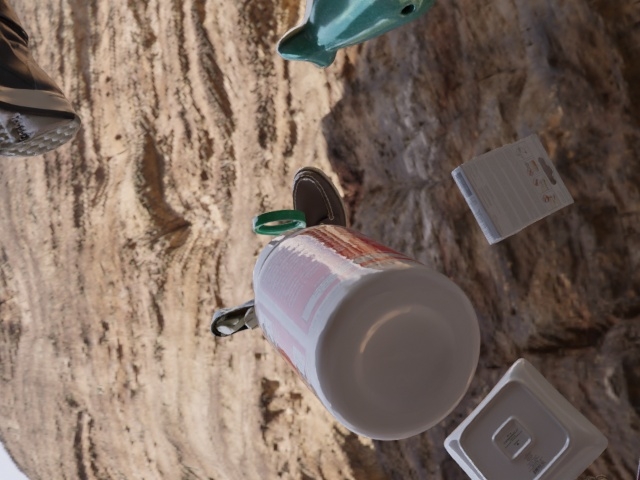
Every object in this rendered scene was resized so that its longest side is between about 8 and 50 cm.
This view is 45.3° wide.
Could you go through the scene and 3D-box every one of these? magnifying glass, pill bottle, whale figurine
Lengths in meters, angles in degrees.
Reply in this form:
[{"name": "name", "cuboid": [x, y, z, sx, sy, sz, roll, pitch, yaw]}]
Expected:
[{"name": "magnifying glass", "cuboid": [-0.047, -0.020, 1.389, 0.231, 0.092, 0.026, 19, -121, -67]}, {"name": "pill bottle", "cuboid": [0.036, 0.104, 1.121, 0.228, 0.407, 0.229, -5, -76, -20]}, {"name": "whale figurine", "cuboid": [0.057, -0.326, 1.057, 0.216, 0.272, 0.141, 3, -129, -47]}]

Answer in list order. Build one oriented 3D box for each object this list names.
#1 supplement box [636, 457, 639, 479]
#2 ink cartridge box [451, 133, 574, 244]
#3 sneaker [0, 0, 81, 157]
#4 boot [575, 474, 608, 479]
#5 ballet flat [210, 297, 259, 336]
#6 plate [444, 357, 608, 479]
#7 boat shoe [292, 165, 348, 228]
[{"name": "supplement box", "cuboid": [0.271, 0.130, 0.363, 0.239, 0.130, 0.073, 2, -83, -36]}, {"name": "ink cartridge box", "cuboid": [0.332, -0.092, 1.326, 0.179, 0.045, 0.146, -23, -99, -27]}, {"name": "sneaker", "cuboid": [-0.287, -0.146, 0.553, 0.163, 0.086, 0.226, 60, -168, 6]}, {"name": "boot", "cuboid": [0.325, 0.479, 1.166, 0.377, 0.284, 0.138, -39, -63, -76]}, {"name": "ballet flat", "cuboid": [-0.152, 0.163, 1.583, 0.070, 0.188, 0.070, 31, -131, -43]}, {"name": "plate", "cuboid": [0.421, 0.429, 1.641, 0.277, 0.278, 0.045, -49, -46, 8]}, {"name": "boat shoe", "cuboid": [0.000, 0.000, 1.688, 0.097, 0.116, 0.325, -56, -42, -60]}]
